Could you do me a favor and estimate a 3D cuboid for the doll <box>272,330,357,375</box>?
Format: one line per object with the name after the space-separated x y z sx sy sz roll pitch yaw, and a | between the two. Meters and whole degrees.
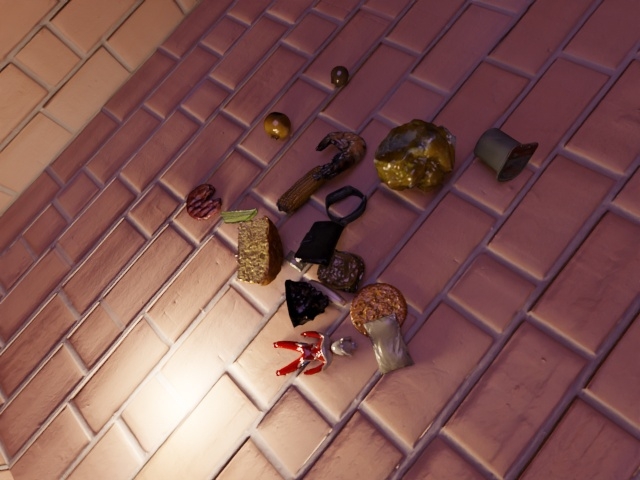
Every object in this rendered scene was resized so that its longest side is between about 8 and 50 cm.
-0.025 0.484 1.761 0.384 0.099 0.188 -14 67 19 | doll

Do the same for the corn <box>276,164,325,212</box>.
-0.091 -0.256 2.051 0.318 0.115 0.115 -43 64 -3 | corn

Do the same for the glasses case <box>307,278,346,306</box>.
0.029 0.237 1.839 0.204 0.081 0.051 30 85 23 | glasses case

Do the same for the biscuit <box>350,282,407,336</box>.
0.251 0.304 1.769 0.254 0.035 0.253 -6 69 16 | biscuit

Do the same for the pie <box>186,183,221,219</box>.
-0.646 -0.210 2.237 0.204 0.054 0.218 -23 67 8 | pie

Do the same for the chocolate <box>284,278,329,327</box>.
-0.052 0.262 1.798 0.177 0.224 0.206 -9 51 0 | chocolate

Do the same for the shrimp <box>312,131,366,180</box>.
0.069 -0.437 2.047 0.365 0.071 0.233 -40 67 -20 | shrimp

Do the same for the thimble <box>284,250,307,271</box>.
-0.115 0.100 1.932 0.110 0.084 0.062 32 81 27 | thimble

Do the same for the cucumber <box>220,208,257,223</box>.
-0.429 -0.122 2.140 0.220 0.046 0.070 -5 71 17 | cucumber

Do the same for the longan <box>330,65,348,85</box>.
0.104 -0.912 2.245 0.113 0.092 0.113 1 93 18 | longan

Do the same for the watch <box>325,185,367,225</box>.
0.126 -0.171 1.953 0.206 0.068 0.193 -24 55 -6 | watch

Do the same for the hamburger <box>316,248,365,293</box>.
0.093 0.139 1.846 0.206 0.130 0.183 17 77 4 | hamburger

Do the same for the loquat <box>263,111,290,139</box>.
-0.238 -0.633 2.222 0.163 0.137 0.163 0 75 -2 | loquat

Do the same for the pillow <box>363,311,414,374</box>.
0.284 0.429 1.683 0.148 0.050 0.229 -22 79 16 | pillow

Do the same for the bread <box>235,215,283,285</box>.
-0.284 0.068 1.949 0.195 0.179 0.339 -8 70 16 | bread

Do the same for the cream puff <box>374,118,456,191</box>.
0.440 -0.364 1.856 0.378 0.275 0.378 -27 38 23 | cream puff

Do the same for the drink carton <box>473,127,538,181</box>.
0.791 -0.385 1.778 0.186 0.191 0.189 -18 50 -32 | drink carton

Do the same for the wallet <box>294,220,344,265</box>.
0.000 0.000 1.869 0.173 0.045 0.318 3 37 20 | wallet
